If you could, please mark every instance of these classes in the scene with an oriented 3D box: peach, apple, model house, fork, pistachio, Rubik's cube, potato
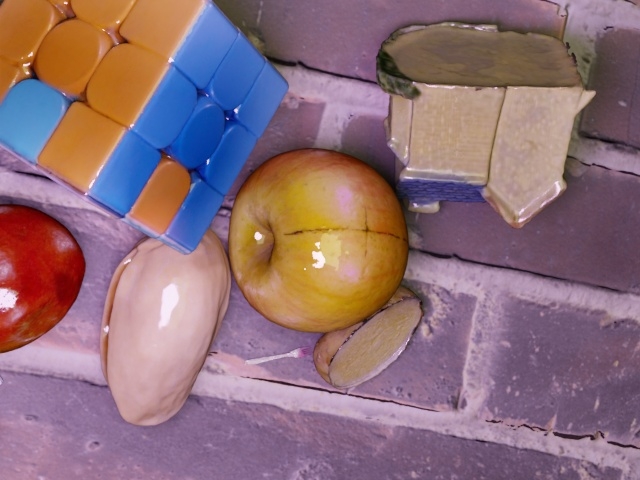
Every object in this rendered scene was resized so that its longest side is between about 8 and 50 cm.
[{"bbox_3d":[-0.447,0.055,1.612,0.243,0.243,0.199,-29,115,-12],"label":"peach"},{"bbox_3d":[0.000,0.000,1.718,0.233,0.286,0.286,3,93,-37],"label":"apple"},{"bbox_3d":[0.242,-0.179,1.823,0.321,0.261,0.266,2,119,1],"label":"model house"},{"bbox_3d":[-0.066,0.186,1.843,0.115,0.012,0.016,-9,89,-14],"label":"fork"},{"bbox_3d":[-0.228,0.118,1.707,0.188,0.187,0.299,13,98,-16],"label":"pistachio"},{"bbox_3d":[-0.267,-0.195,1.560,0.291,0.290,0.291,29,86,25],"label":"Rubik's cube"},{"bbox_3d":[0.067,0.142,1.832,0.200,0.081,0.164,-40,146,-15],"label":"potato"}]

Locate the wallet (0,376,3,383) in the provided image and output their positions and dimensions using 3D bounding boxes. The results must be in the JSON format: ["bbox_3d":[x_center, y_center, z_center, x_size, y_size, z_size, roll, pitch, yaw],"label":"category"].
[{"bbox_3d":[-0.562,0.152,1.696,0.103,0.020,0.196,-30,102,-11],"label":"wallet"}]
